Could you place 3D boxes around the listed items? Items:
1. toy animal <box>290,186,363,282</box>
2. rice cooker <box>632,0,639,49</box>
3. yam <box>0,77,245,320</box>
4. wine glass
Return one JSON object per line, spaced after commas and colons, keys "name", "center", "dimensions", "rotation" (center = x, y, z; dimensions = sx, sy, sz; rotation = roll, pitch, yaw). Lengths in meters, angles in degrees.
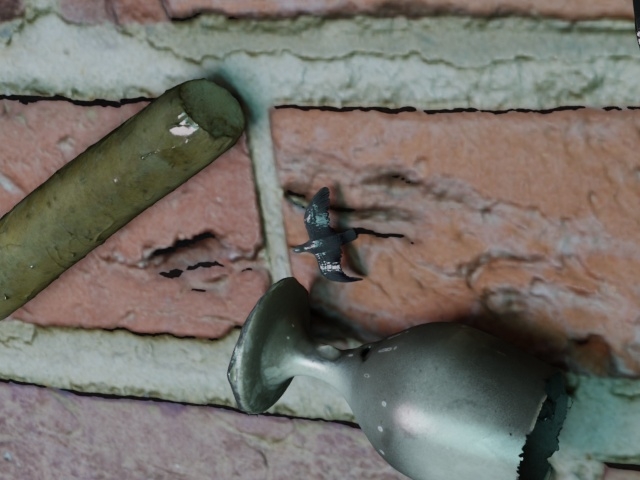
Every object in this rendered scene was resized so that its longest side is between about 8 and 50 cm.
{"name": "toy animal", "center": [0.000, 0.000, 1.101], "dimensions": [0.050, 0.028, 0.084], "rotation": [-10, 112, 32]}
{"name": "rice cooker", "center": [0.248, -0.119, 0.844], "dimensions": [0.106, 0.112, 0.165], "rotation": [-27, 100, 31]}
{"name": "yam", "center": [-0.204, -0.023, 1.176], "dimensions": [0.371, 0.083, 0.083], "rotation": [-32, 96, 35]}
{"name": "wine glass", "center": [0.061, 0.113, 1.067], "dimensions": [0.241, 0.126, 0.126], "rotation": [18, 122, 23]}
